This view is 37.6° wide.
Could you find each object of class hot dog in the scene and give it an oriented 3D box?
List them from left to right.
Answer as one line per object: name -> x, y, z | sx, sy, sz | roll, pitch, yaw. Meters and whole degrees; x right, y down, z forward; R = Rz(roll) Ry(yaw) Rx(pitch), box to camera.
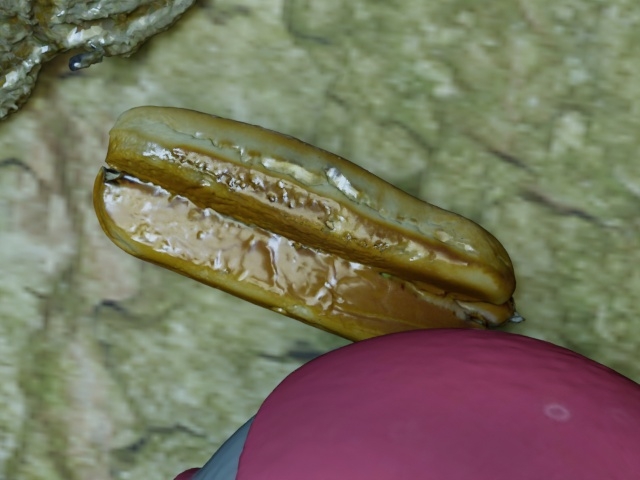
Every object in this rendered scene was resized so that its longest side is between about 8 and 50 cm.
hot dog -> 0.000, 0.000, 0.483 | 0.236, 0.062, 0.092 | 24, 114, -9

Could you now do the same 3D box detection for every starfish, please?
starfish -> -0.164, -0.119, 0.446 | 0.247, 0.050, 0.138 | -29, 132, 3

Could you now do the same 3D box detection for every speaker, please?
speaker -> 0.062, 0.175, 0.405 | 0.295, 0.294, 0.294 | 0, 99, 0
